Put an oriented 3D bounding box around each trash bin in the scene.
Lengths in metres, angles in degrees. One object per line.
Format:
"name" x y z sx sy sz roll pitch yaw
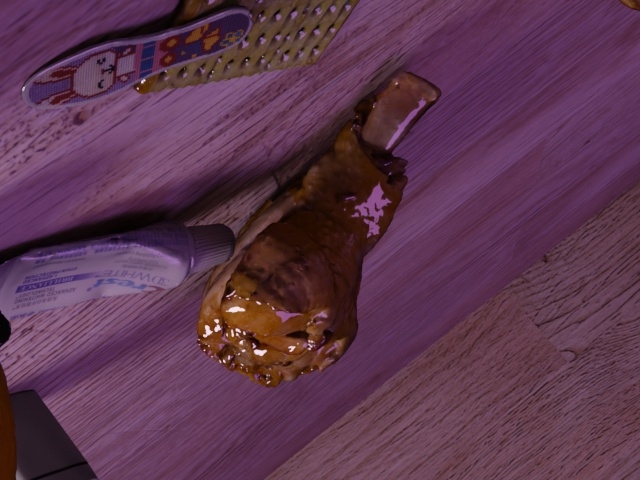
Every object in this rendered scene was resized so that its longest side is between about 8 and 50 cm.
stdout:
"trash bin" -0.323 0.236 1.239 0.059 0.130 0.116 -46 163 20

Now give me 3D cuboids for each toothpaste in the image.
"toothpaste" -0.201 0.025 1.095 0.282 0.068 0.099 -15 123 -42

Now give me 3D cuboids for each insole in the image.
"insole" -0.134 -0.138 0.859 0.197 0.004 0.065 -23 157 -27

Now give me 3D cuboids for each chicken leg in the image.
"chicken leg" 0.000 0.000 1.224 0.409 0.182 0.295 -54 173 13

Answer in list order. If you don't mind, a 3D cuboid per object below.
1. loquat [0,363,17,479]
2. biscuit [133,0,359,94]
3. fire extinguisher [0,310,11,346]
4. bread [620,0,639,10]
"loquat" -0.323 0.140 0.624 0.328 0.328 0.359 -34 144 -18
"biscuit" -0.045 -0.185 0.952 0.231 0.016 0.139 -19 155 -49
"fire extinguisher" -0.388 0.151 0.919 0.311 0.114 0.095 -41 -152 6
"bread" 0.417 -0.384 1.303 0.235 0.099 0.210 -39 162 15
